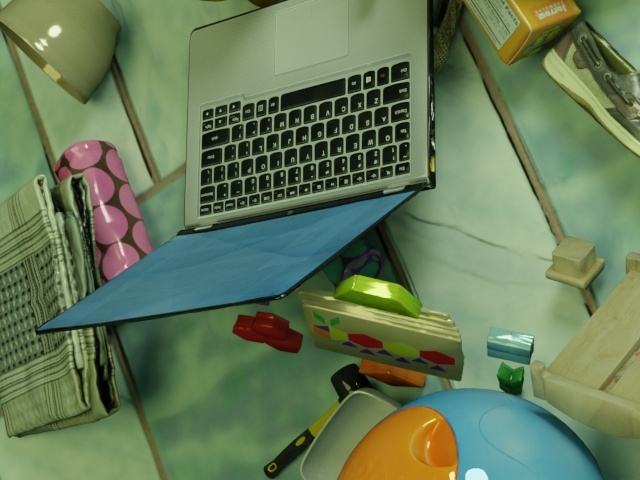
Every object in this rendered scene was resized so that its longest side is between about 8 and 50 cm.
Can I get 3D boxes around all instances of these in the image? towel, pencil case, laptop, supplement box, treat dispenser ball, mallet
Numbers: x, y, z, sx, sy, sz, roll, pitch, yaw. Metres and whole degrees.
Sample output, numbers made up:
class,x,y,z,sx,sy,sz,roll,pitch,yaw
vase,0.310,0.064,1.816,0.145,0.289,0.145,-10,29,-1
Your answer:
class,x,y,z,sx,sy,sz,roll,pitch,yaw
towel,-0.363,0.090,1.968,0.324,0.056,0.312,-21,75,54
pencil case,-0.276,-0.020,1.959,0.098,0.095,0.209,-44,59,55
laptop,-0.093,-0.102,1.658,0.382,0.236,0.408,-10,75,42
supplement box,0.176,-0.306,1.625,0.233,0.078,0.080,59,152,10
treat dispenser ball,0.150,0.291,1.521,0.288,0.288,0.288,-2,86,35
mallet,0.001,0.226,1.785,0.062,0.039,0.190,49,119,24
pencil case,0.000,0.000,1.775,0.151,0.064,0.070,39,93,30

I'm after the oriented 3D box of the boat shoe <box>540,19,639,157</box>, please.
class,x,y,z,sx,sy,sz,roll,pitch,yaw
boat shoe,0.317,-0.144,1.552,0.223,0.080,0.073,46,118,32

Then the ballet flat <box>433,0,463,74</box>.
class,x,y,z,sx,sy,sz,roll,pitch,yaw
ballet flat,0.128,-0.284,1.698,0.073,0.067,0.206,14,95,36

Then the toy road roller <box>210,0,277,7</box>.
class,x,y,z,sx,sy,sz,roll,pitch,yaw
toy road roller,-0.072,-0.421,1.775,0.202,0.240,0.329,38,80,18

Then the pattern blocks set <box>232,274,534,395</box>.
class,x,y,z,sx,sy,sz,roll,pitch,yaw
pattern blocks set,0.063,0.096,1.613,0.324,0.285,0.026,16,69,3

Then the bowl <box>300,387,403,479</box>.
class,x,y,z,sx,sy,sz,roll,pitch,yaw
bowl,0.066,0.241,1.704,0.142,0.053,0.142,36,110,6

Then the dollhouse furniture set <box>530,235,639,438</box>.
class,x,y,z,sx,sy,sz,roll,pitch,yaw
dollhouse furniture set,0.313,0.187,1.455,0.355,0.303,0.174,19,136,36

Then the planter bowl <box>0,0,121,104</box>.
class,x,y,z,sx,sy,sz,roll,pitch,yaw
planter bowl,-0.326,-0.270,1.976,0.162,0.162,0.109,39,83,30
